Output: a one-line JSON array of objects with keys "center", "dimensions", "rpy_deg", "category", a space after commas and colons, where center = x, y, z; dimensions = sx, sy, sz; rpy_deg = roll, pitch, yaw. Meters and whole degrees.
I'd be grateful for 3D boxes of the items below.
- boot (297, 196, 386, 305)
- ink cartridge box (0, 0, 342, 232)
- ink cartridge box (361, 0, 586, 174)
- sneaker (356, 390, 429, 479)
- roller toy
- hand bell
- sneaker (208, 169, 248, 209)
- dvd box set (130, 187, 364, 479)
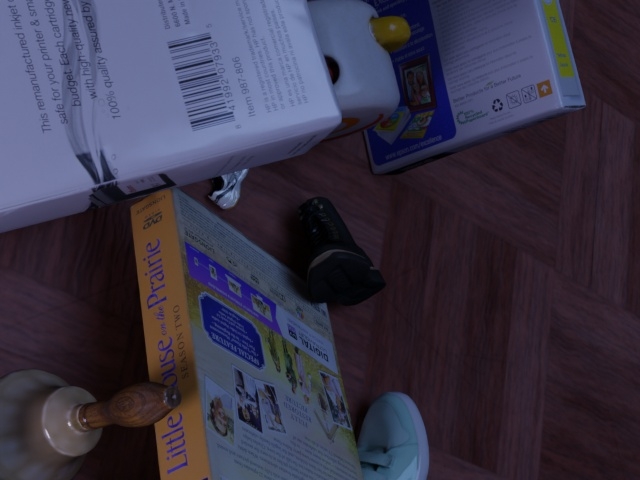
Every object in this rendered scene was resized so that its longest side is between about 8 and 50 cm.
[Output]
[{"center": [0.000, 0.000, 1.531], "dimensions": [0.137, 0.076, 0.198], "rpy_deg": [61, 5, 16], "category": "boot"}, {"center": [-0.217, -0.182, 1.245], "dimensions": [0.394, 0.166, 0.286], "rpy_deg": [-15, 86, -15], "category": "ink cartridge box"}, {"center": [0.159, -0.268, 1.651], "dimensions": [0.072, 0.303, 0.307], "rpy_deg": [-3, 80, -46], "category": "ink cartridge box"}, {"center": [0.037, 0.276, 1.504], "dimensions": [0.151, 0.094, 0.256], "rpy_deg": [32, 59, -38], "category": "sneaker"}, {"center": [-0.011, -0.200, 1.549], "dimensions": [0.191, 0.209, 0.146], "rpy_deg": [-9, 82, -37], "category": "roller toy"}, {"center": [-0.208, 0.163, 1.222], "dimensions": [0.126, 0.242, 0.126], "rpy_deg": [14, 68, -38], "category": "hand bell"}, {"center": [-0.108, -0.079, 1.536], "dimensions": [0.037, 0.032, 0.083], "rpy_deg": [30, 58, -32], "category": "sneaker"}, {"center": [-0.059, 0.181, 1.329], "dimensions": [0.307, 0.062, 0.421], "rpy_deg": [37, 32, -48], "category": "dvd box set"}]
